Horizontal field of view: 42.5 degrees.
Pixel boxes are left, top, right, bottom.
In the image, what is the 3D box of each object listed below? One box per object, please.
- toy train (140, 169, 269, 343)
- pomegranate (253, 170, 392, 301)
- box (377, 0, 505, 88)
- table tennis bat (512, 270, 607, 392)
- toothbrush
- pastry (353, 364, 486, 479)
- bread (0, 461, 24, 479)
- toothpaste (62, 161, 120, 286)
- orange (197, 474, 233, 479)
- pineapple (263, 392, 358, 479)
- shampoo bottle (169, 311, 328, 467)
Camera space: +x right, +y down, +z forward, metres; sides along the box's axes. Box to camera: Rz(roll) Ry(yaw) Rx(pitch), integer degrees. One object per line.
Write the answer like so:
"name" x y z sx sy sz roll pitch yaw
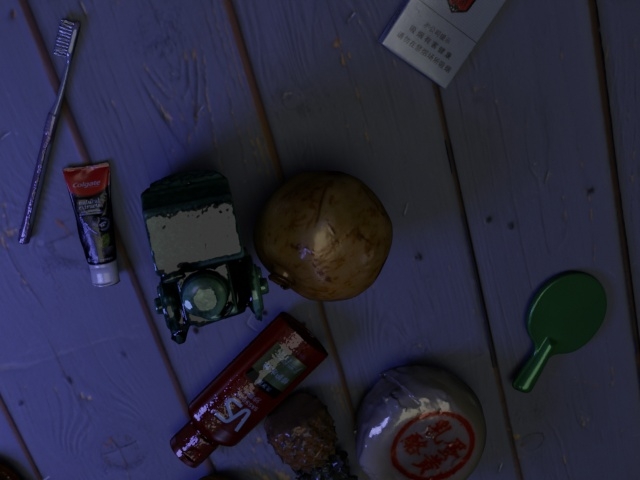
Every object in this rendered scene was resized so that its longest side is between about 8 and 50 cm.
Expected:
"toy train" -0.174 0.014 1.220 0.166 0.299 0.238 -12 99 -9
"pomegranate" 0.000 0.000 1.278 0.215 0.215 0.215 -4 111 -10
"box" 0.211 -0.377 1.287 0.139 0.035 0.245 31 102 -21
"table tennis bat" 0.439 0.175 1.546 0.160 0.039 0.257 26 98 -20
"toothbrush" -0.416 -0.159 1.242 0.029 0.024 0.354 15 106 -11
"pastry" 0.182 0.354 1.508 0.264 0.133 0.265 -3 114 -7
"bread" -0.527 0.514 1.441 0.124 0.084 0.344 -32 114 1
"toothpaste" -0.356 -0.025 1.298 0.071 0.045 0.194 -7 106 -10
"orange" -0.188 0.498 1.489 0.156 0.134 0.157 1 151 1
"pineapple" -0.006 0.397 1.491 0.128 0.128 0.248 -26 117 -1
"shampoo bottle" -0.132 0.266 1.434 0.314 0.076 0.118 -45 115 7
